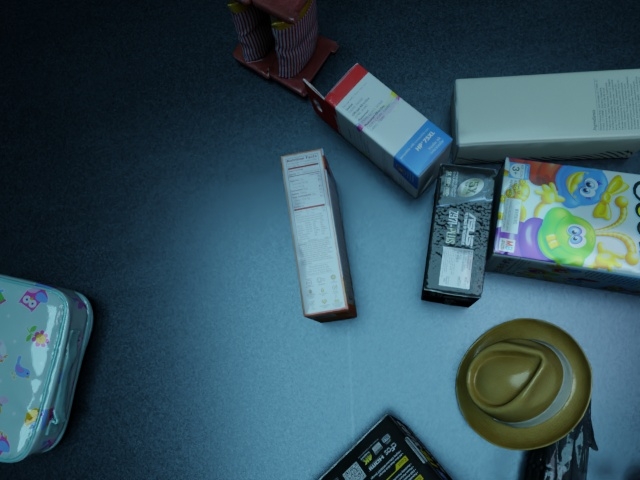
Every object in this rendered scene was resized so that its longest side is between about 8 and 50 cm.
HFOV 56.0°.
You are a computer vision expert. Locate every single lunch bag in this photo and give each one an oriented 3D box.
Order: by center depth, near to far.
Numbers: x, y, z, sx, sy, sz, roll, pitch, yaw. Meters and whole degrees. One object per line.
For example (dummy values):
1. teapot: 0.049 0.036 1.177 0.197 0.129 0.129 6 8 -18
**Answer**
1. lunch bag: -0.487 0.198 0.943 0.224 0.108 0.279 11 82 4

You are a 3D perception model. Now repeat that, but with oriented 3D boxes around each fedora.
1. fedora: 0.264 0.190 0.824 0.194 0.079 0.194 -16 62 33

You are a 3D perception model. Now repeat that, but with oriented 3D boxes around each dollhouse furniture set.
1. dollhouse furniture set: -0.004 -0.454 0.965 0.152 0.201 0.374 28 78 12

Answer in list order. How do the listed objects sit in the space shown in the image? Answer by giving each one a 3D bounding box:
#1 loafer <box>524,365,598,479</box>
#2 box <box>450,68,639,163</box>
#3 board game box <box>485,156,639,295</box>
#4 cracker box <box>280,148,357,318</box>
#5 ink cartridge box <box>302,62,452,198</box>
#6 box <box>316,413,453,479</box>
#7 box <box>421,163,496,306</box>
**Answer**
1. loafer: 0.346 0.271 0.841 0.078 0.076 0.223 18 77 -9
2. box: 0.340 -0.184 0.913 0.275 0.094 0.113 0 79 8
3. board game box: 0.381 -0.013 0.850 0.275 0.144 0.142 9 80 9
4. cracker box: 0.000 0.000 0.892 0.067 0.156 0.232 -10 78 6
5. ink cartridge box: 0.087 -0.178 0.925 0.231 0.134 0.078 42 88 12
6. box: 0.060 0.430 0.777 0.322 0.079 0.257 -44 45 -1
7. box: 0.196 -0.002 0.870 0.078 0.147 0.180 8 80 9
